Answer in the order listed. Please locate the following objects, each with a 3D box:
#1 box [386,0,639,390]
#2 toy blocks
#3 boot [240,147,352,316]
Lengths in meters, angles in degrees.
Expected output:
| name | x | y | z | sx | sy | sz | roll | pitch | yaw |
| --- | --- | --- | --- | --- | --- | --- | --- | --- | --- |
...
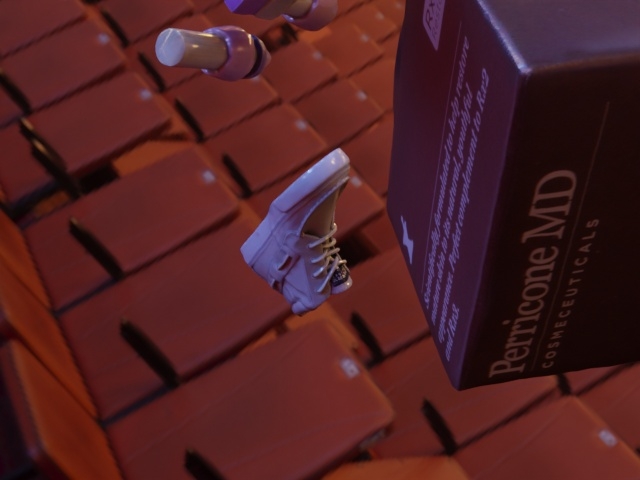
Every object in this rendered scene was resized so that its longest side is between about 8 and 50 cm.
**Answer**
| name | x | y | z | sx | sy | sz | roll | pitch | yaw |
| --- | --- | --- | --- | --- | --- | --- | --- | --- | --- |
| box | 0.233 | -0.063 | 0.481 | 0.191 | 0.381 | 0.143 | 91 | -11 | -46 |
| toy blocks | -0.059 | -0.369 | 1.193 | 0.260 | 0.309 | 0.288 | -9 | 68 | -58 |
| boot | 0.000 | 0.000 | 1.174 | 0.123 | 0.095 | 0.258 | 49 | -28 | 5 |
